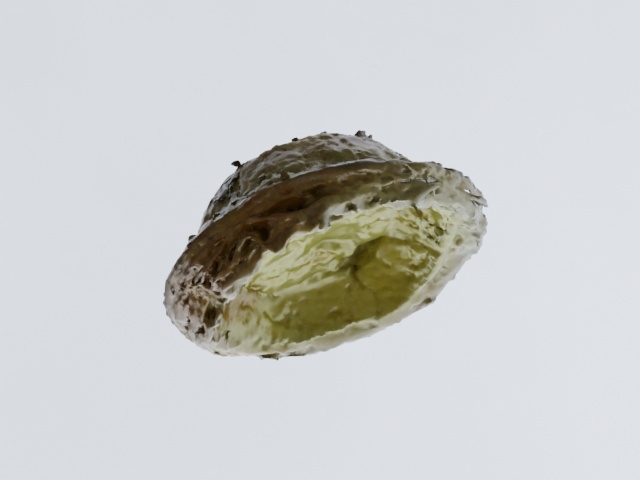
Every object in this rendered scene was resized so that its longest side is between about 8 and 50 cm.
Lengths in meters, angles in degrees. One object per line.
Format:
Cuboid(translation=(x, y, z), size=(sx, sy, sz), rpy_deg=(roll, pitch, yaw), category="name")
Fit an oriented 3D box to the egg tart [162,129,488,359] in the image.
Cuboid(translation=(0.000, -0.002, 1.131), size=(0.212, 0.212, 0.090), rpy_deg=(-21, -114, 3), category="egg tart")
